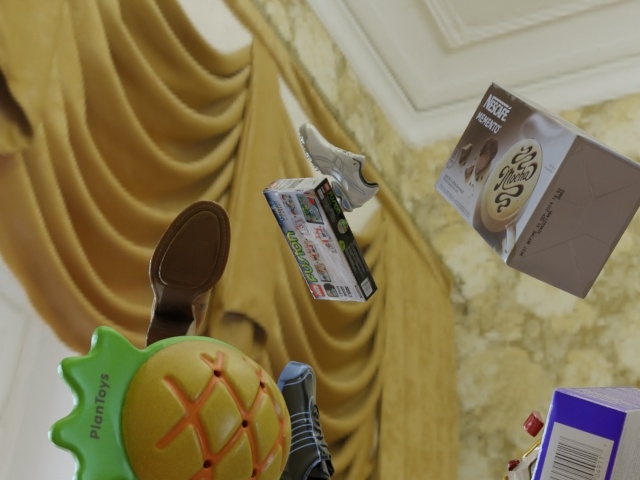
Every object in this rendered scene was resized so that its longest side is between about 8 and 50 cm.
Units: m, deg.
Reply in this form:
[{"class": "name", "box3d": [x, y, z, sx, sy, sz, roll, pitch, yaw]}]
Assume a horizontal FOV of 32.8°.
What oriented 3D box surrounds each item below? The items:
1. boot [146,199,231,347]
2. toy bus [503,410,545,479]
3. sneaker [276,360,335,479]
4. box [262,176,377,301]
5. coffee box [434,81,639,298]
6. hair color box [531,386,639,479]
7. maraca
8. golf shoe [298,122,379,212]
[{"class": "boot", "box3d": [-0.194, 0.037, 1.680, 0.109, 0.220, 0.283, 12, -68, -1]}, {"class": "toy bus", "box3d": [0.375, 0.385, 1.743, 0.104, 0.191, 0.202, 24, -7, -16]}, {"class": "sneaker", "box3d": [-0.022, 0.262, 1.387, 0.090, 0.232, 0.081, 2, -34, 16]}, {"class": "box", "box3d": [0.000, 0.000, 1.670, 0.114, 0.036, 0.207, 1, -55, 44]}, {"class": "coffee box", "box3d": [0.265, -0.072, 1.342, 0.119, 0.297, 0.168, 23, -76, -17]}, {"class": "hair color box", "box3d": [0.403, 0.302, 1.495, 0.110, 0.185, 0.339, 15, 2, 35]}, {"class": "maraca", "box3d": [-0.095, 0.123, 0.723, 0.186, 0.127, 0.099, 20, -29, -38]}, {"class": "golf shoe", "box3d": [0.033, -0.137, 1.859, 0.086, 0.069, 0.176, -29, -73, 20]}]
